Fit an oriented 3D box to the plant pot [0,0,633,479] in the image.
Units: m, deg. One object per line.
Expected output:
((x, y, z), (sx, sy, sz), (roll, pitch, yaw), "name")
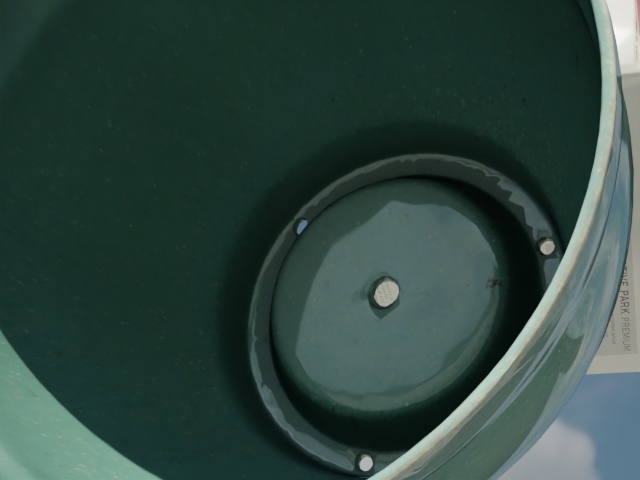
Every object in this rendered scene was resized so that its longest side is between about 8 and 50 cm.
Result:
((0.000, 0.000, 0.526), (0.293, 0.293, 0.196), (-27, -32, 14), "plant pot")

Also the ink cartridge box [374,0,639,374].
((0.150, -0.040, 0.837), (0.272, 0.130, 0.309), (-4, -38, 13), "ink cartridge box")
